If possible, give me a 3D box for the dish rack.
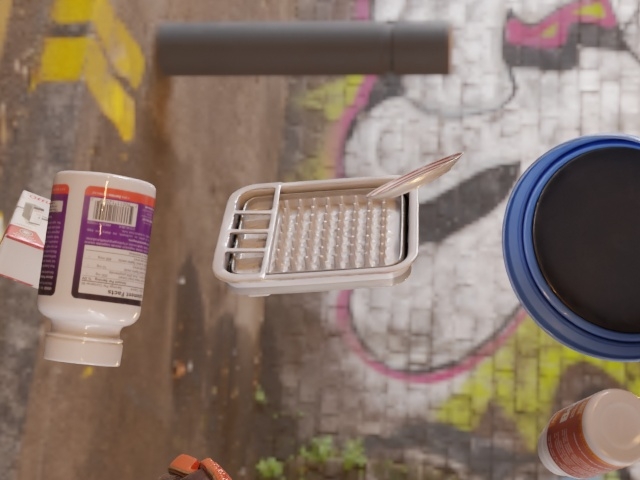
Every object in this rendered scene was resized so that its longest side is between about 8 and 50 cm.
[{"bbox_3d":[0.000,0.000,1.961,0.285,0.333,0.072,-83,166,-55],"label":"dish rack"}]

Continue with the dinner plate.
[{"bbox_3d":[0.126,-0.081,1.548,0.017,0.141,0.141,63,13,-6],"label":"dinner plate"}]

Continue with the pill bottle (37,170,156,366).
[{"bbox_3d":[-0.235,0.031,1.222,0.108,0.108,0.193,33,64,-79],"label":"pill bottle"}]

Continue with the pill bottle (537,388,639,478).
[{"bbox_3d":[0.434,0.317,1.892,0.216,0.121,0.121,127,-30,-66],"label":"pill bottle"}]

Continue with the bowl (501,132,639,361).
[{"bbox_3d":[0.496,0.008,1.967,0.077,0.391,0.391,-26,119,-53],"label":"bowl"}]

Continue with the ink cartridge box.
[{"bbox_3d":[-0.334,0.003,1.429,0.135,0.099,0.056,-101,-145,-64],"label":"ink cartridge box"}]

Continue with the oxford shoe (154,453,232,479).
[{"bbox_3d":[-0.134,0.296,1.255,0.097,0.098,0.271,53,-20,-5],"label":"oxford shoe"}]
